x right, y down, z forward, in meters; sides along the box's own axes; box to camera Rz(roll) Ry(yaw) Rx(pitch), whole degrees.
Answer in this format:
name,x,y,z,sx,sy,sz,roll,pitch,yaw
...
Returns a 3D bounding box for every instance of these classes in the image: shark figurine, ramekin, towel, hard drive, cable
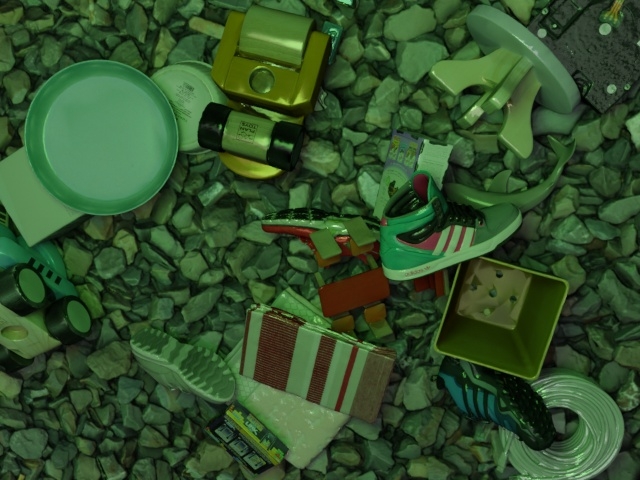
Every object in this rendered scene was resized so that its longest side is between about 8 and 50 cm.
name,x,y,z,sx,sy,sz,roll,pitch,yaw
shark figurine,0.412,-0.094,1.484,0.278,0.116,0.166,-24,97,15
ramekin,-0.292,-0.287,1.565,0.207,0.109,0.207,2,101,10
towel,-0.058,0.321,1.671,0.317,0.053,0.332,40,105,0
towel,-0.013,0.268,1.565,0.328,0.037,0.237,19,131,7
hard drive,0.588,-0.450,1.410,0.237,0.064,0.339,42,105,0
cable,0.519,0.406,1.572,0.257,0.089,0.257,6,100,8

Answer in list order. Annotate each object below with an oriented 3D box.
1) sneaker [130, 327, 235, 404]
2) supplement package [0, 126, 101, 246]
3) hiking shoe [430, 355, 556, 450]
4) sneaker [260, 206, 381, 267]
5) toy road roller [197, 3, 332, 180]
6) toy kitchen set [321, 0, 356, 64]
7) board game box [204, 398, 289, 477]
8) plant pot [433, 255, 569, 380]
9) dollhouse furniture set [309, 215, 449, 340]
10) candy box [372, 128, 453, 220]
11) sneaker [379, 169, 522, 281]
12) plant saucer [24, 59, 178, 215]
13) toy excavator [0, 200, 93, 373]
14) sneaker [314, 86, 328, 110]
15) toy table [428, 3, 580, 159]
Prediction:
name,x,y,z,sx,sy,sz,roll,pitch,yaw
sneaker,-0.315,0.304,1.685,0.281,0.105,0.115,26,134,22
supplement package,-0.588,-0.126,1.624,0.203,0.149,0.194,-29,95,13
hiking shoe,0.366,0.343,1.528,0.304,0.113,0.132,47,124,43
sneaker,0.000,0.000,1.576,0.278,0.107,0.118,10,107,8
toy road roller,-0.107,-0.287,1.485,0.202,0.240,0.330,16,88,6
toy kitchen set,-0.046,-0.473,1.481,0.207,0.122,0.166,21,103,5
board game box,-0.174,0.463,1.685,0.170,0.048,0.141,45,136,-2
plant pot,0.364,0.133,1.495,0.212,0.187,0.212,16,102,6
dollhouse furniture set,0.121,0.090,1.503,0.259,0.135,0.262,-19,125,-9
candy box,0.185,-0.119,1.484,0.070,0.165,0.196,9,104,-18
sneaker,0.237,-0.056,1.368,0.295,0.124,0.178,-22,119,-10
plant saucer,-0.450,-0.212,1.504,0.317,0.044,0.318,0,96,0
toy excavator,-0.737,0.015,1.656,0.222,0.445,0.433,-27,137,12
sneaker,-0.003,-0.321,1.554,0.036,0.032,0.083,-5,105,-3
toy table,0.350,-0.301,1.404,0.274,0.252,0.161,42,87,9
